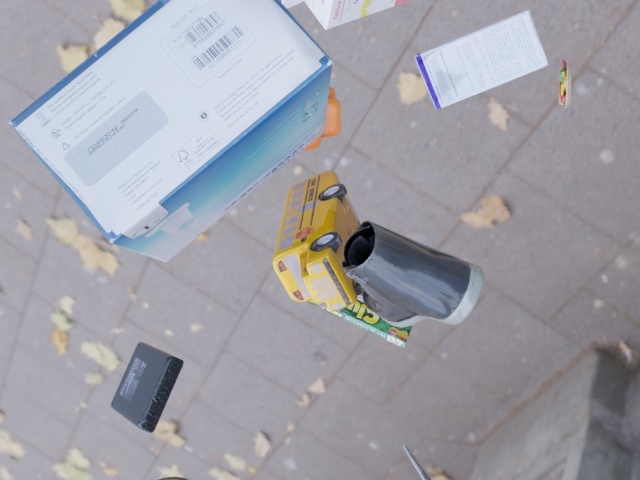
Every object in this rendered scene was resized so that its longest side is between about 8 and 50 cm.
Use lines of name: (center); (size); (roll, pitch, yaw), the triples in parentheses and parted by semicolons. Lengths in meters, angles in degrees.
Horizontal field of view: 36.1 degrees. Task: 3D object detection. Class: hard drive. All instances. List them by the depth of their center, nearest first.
hard drive: (-0.218, 0.180, 1.224); (0.022, 0.094, 0.135); (27, 170, -25)

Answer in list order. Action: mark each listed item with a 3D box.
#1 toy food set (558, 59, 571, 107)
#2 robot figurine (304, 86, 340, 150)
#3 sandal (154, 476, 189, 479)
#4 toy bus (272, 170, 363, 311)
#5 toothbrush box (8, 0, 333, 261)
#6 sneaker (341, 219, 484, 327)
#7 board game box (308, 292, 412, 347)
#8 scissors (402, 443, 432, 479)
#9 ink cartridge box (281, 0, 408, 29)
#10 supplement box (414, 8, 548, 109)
toy food set: (0.433, -0.276, 1.739); (0.020, 0.083, 0.082); (2, 111, 13)
robot figurine: (-0.077, -0.213, 1.706); (0.220, 0.158, 0.128); (-9, 167, -8)
sandal: (-0.235, 0.348, 1.204); (0.180, 0.049, 0.072); (-17, 103, -3)
toy bus: (0.000, 0.000, 1.681); (0.130, 0.332, 0.108); (-21, 116, 15)
toothbrush box: (-0.111, -0.099, 0.862); (0.126, 0.216, 0.295); (50, 178, 3)
sneaker: (0.065, 0.026, 0.973); (0.118, 0.083, 0.222); (27, 168, -13)
board game box: (0.089, 0.124, 2.149); (0.260, 0.136, 0.030); (25, 145, 2)
scissors: (0.123, 0.255, 0.879); (0.109, 0.021, 0.297); (44, 179, -3)
ink cartridge box: (0.048, -0.374, 1.391); (0.067, 0.198, 0.115); (57, 158, 25)
supplement box: (0.299, -0.339, 1.831); (0.220, 0.111, 0.113); (-22, 100, 13)
